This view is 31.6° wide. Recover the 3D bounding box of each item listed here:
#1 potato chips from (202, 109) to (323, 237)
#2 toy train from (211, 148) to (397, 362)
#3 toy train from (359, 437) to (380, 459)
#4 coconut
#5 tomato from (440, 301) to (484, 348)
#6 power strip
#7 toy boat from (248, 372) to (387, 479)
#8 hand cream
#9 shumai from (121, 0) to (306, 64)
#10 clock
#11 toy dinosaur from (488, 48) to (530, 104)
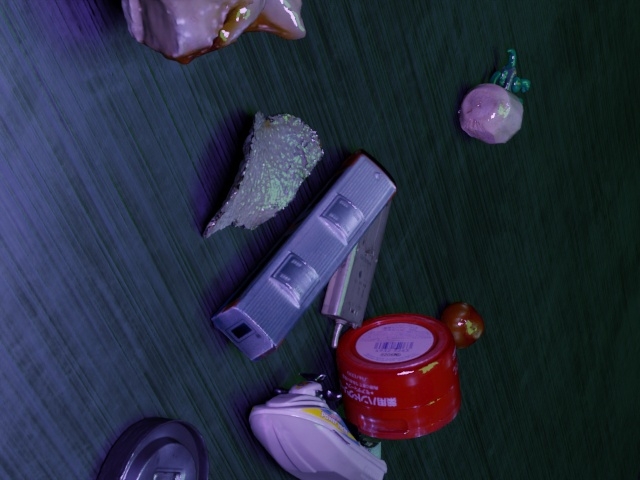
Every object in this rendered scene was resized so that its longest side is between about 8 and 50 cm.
[{"bbox_3d":[-0.075,-0.089,1.498,0.228,0.059,0.167,-19,119,-61],"label":"potato chips"},{"bbox_3d":[0.000,0.000,1.587,0.086,0.089,0.409,46,51,-9],"label":"toy train"},{"bbox_3d":[0.076,0.371,1.863,0.056,0.038,0.093,-22,115,-57],"label":"toy train"},{"bbox_3d":[0.312,-0.228,2.054,0.124,0.110,0.110,24,76,-55],"label":"coconut"},{"bbox_3d":[0.260,0.155,2.076,0.087,0.075,0.087,-15,109,-52],"label":"tomato"},{"bbox_3d":[0.054,0.037,1.752,0.092,0.034,0.268,30,71,-57],"label":"power strip"},{"bbox_3d":[-0.003,0.276,1.629,0.141,0.141,0.269,-61,141,-30],"label":"toy boat"},{"bbox_3d":[0.121,0.207,1.755,0.193,0.193,0.125,-38,126,-48],"label":"hand cream"},{"bbox_3d":[-0.100,-0.350,1.154,0.324,0.397,0.323,-6,126,-19],"label":"shumai"},{"bbox_3d":[-0.206,0.307,1.391,0.184,0.040,0.184,-21,115,-56],"label":"clock"},{"bbox_3d":[0.347,-0.296,2.133,0.096,0.059,0.132,8,98,-53],"label":"toy dinosaur"}]
